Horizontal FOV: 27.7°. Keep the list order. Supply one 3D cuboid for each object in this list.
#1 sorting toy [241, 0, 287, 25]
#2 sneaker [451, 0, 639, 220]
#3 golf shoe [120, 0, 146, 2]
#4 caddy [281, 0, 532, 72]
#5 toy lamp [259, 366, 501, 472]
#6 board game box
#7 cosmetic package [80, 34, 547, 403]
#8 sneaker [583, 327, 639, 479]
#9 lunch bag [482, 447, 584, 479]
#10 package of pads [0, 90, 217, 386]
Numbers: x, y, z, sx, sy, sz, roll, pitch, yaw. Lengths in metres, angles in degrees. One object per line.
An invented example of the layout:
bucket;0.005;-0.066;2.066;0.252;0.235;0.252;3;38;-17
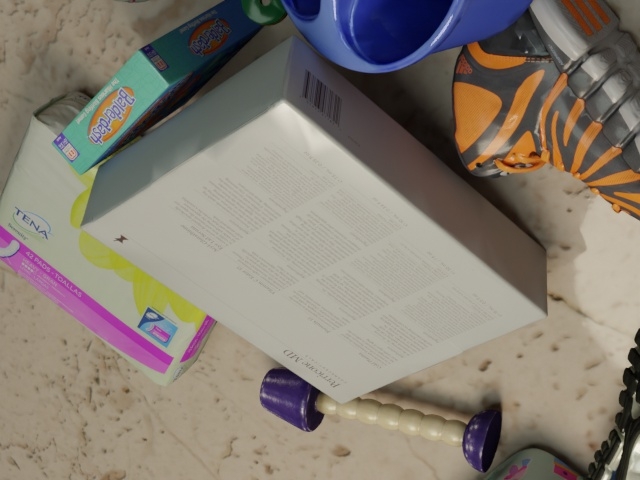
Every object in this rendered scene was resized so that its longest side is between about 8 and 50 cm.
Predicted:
sorting toy;-0.100;-0.344;1.256;0.132;0.046;0.275;-2;96;5
sneaker;0.248;-0.082;1.212;0.180;0.124;0.321;-39;83;40
golf shoe;-0.201;-0.370;1.284;0.105;0.120;0.273;-8;110;32
caddy;0.073;-0.310;1.090;0.241;0.179;0.341;36;125;32
toy lamp;0.062;0.197;1.468;0.274;0.080;0.080;12;120;23
board game box;-0.158;-0.162;1.312;0.047;0.210;0.160;50;127;-3
cosmetic package;0.000;0.000;1.288;0.284;0.097;0.377;-29;128;34
sneaker;0.374;0.179;1.283;0.147;0.130;0.330;12;115;-9
lunch bag;0.222;0.377;1.458;0.224;0.108;0.279;39;126;5
package of pads;-0.232;-0.005;1.501;0.296;0.101;0.229;36;127;6
